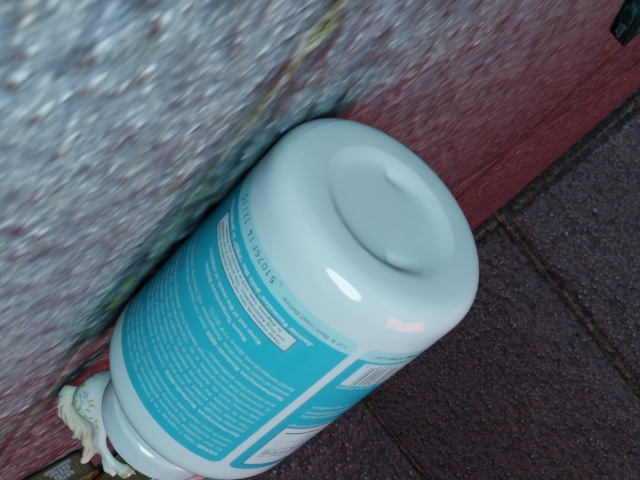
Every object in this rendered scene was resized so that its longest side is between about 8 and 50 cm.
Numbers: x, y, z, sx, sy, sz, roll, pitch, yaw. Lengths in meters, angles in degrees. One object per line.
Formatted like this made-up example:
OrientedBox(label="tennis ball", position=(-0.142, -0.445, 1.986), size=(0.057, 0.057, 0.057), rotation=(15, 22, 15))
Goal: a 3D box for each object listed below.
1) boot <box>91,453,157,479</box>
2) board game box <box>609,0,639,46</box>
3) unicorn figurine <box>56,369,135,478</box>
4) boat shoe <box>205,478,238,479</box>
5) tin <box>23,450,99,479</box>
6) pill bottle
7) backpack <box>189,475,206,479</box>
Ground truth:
OrientedBox(label="boot", position=(-0.282, 0.332, 1.710), size=(0.197, 0.073, 0.152), rotation=(-40, -177, -20))
OrientedBox(label="board game box", position=(0.365, -0.267, 1.224), size=(0.126, 0.026, 0.186), rotation=(-38, 173, 3))
OrientedBox(label="unicorn figurine", position=(-0.128, 0.109, 0.887), size=(0.162, 0.111, 0.060), rotation=(-25, -168, 4))
OrientedBox(label="boat shoe", position=(-0.175, 0.341, 1.706), size=(0.114, 0.091, 0.302), rotation=(-55, -156, -10))
OrientedBox(label="tin", position=(-0.312, 0.282, 1.292), size=(0.106, 0.040, 0.190), rotation=(-36, 174, 18))
OrientedBox(label="pill bottle", position=(-0.036, 0.054, 0.741), size=(0.264, 0.146, 0.146), rotation=(-43, 172, 38))
OrientedBox(label="backpack", position=(-0.135, 0.201, 1.348), size=(0.152, 0.115, 0.182), rotation=(-41, 176, 3))
